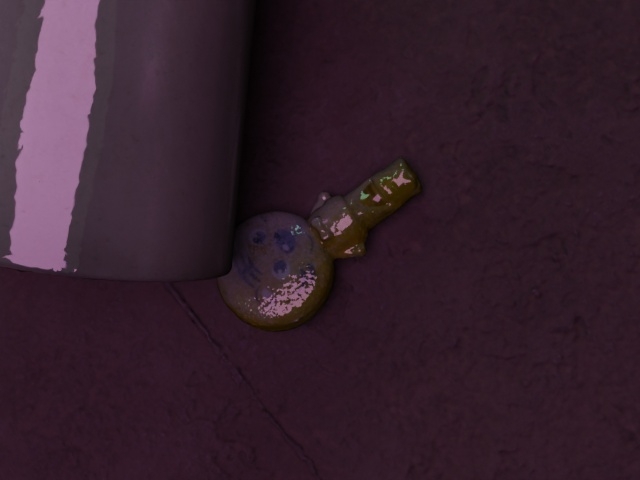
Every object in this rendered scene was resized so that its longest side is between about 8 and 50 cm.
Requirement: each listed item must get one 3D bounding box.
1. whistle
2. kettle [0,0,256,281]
[{"bbox_3d":[0.000,0.000,0.882,0.198,0.057,0.104,-36,70,2],"label":"whistle"},{"bbox_3d":[-0.208,-0.183,0.823,0.361,0.250,0.376,15,99,38],"label":"kettle"}]
